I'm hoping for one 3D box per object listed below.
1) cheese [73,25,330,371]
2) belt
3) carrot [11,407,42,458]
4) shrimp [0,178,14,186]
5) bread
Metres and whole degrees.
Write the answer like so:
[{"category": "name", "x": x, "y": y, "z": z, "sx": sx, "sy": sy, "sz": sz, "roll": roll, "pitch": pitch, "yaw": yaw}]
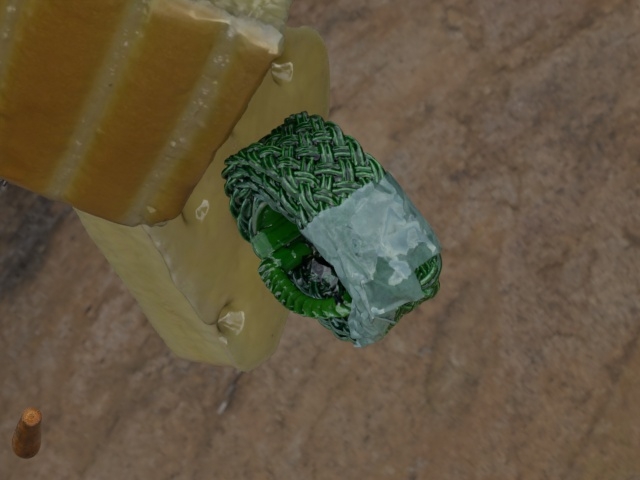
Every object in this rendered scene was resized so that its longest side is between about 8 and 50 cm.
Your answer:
[{"category": "cheese", "x": -0.136, "y": -0.076, "z": 1.166, "sx": 0.104, "sy": 0.384, "sz": 0.384, "roll": 5, "pitch": 65, "yaw": 32}, {"category": "belt", "x": 0.000, "y": 0.000, "z": 0.696, "sx": 0.079, "sy": 0.121, "sz": 0.151, "roll": -38, "pitch": 68, "yaw": -23}, {"category": "carrot", "x": -0.308, "y": 0.202, "z": 1.213, "sx": 0.032, "sy": 0.093, "sz": 0.032, "roll": 8, "pitch": 57, "yaw": -13}, {"category": "shrimp", "x": -0.242, "y": -0.097, "z": 0.935, "sx": 0.233, "sy": 0.079, "sz": 0.090, "roll": 136, "pitch": 122, "yaw": -62}, {"category": "bread", "x": -0.164, "y": -0.123, "z": 0.695, "sx": 0.246, "sy": 0.239, "sz": 0.111, "roll": 129, "pitch": 158, "yaw": -52}]
